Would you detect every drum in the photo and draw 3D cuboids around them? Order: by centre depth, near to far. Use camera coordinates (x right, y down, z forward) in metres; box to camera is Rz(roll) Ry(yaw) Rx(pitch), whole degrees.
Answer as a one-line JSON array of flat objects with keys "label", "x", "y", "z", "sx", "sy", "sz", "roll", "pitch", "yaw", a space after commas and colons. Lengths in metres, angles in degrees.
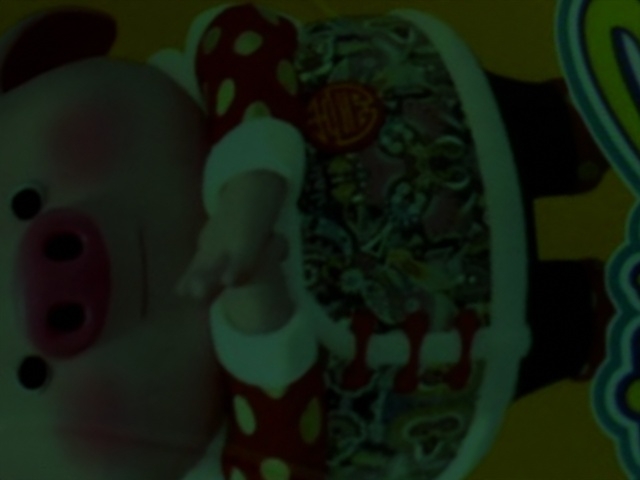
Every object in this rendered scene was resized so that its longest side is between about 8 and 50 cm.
[{"label": "drum", "x": 0.019, "y": 0.038, "z": 0.595, "sx": 0.431, "sy": 0.431, "sz": 0.214, "roll": -5, "pitch": 167, "yaw": 16}]
